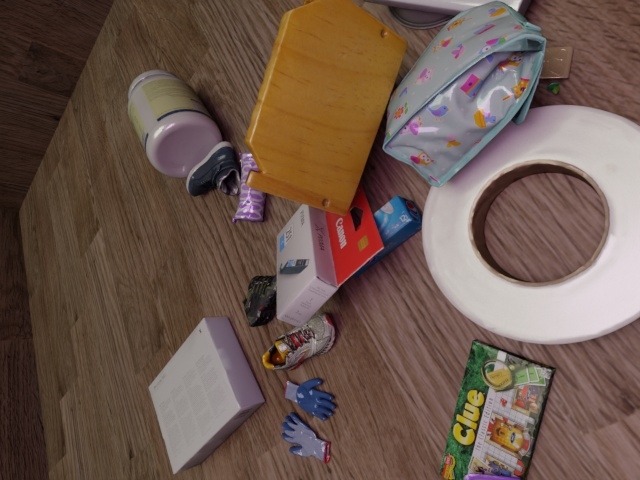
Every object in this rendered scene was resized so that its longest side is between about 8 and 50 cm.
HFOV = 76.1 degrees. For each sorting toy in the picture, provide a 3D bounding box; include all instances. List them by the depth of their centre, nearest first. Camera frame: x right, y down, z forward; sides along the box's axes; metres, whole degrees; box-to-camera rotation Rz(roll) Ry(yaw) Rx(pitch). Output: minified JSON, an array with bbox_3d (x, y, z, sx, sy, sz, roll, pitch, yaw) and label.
[{"bbox_3d":[0.400,-0.296,0.713,0.062,0.012,0.083,10,86,24],"label":"sorting toy"}]

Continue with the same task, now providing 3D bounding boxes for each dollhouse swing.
[{"bbox_3d":[-0.036,-0.267,0.848,0.305,0.315,0.346,30,103,53],"label":"dollhouse swing"}]

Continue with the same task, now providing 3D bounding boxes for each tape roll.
[{"bbox_3d":[0.362,-0.027,0.680,0.392,0.072,0.391,-7,79,39],"label":"tape roll"}]

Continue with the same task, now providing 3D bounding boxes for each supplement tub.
[{"bbox_3d":[-0.484,-0.386,1.338,0.235,0.235,0.324,-50,56,24],"label":"supplement tub"}]

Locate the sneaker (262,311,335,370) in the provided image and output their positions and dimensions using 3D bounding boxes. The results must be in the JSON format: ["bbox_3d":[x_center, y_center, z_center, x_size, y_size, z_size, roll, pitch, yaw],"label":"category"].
[{"bbox_3d":[-0.052,0.252,0.979,0.225,0.093,0.088,-45,58,26],"label":"sneaker"}]

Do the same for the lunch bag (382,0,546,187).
[{"bbox_3d":[0.240,-0.258,0.689,0.262,0.160,0.223,-46,20,37],"label":"lunch bag"}]

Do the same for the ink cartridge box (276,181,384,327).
[{"bbox_3d":[0.000,0.000,0.901,0.261,0.066,0.296,-48,27,25],"label":"ink cartridge box"}]

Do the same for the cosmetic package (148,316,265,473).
[{"bbox_3d":[-0.351,0.451,1.204,0.377,0.097,0.284,-48,59,25],"label":"cosmetic package"}]

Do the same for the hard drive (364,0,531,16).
[{"bbox_3d":[0.258,-0.560,0.778,0.353,0.047,0.233,31,107,33],"label":"hard drive"}]

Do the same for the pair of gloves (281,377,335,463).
[{"bbox_3d":[-0.032,0.425,0.986,0.159,0.023,0.198,6,89,39],"label":"pair of gloves"}]

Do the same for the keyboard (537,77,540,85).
[{"bbox_3d":[0.299,-0.323,0.811,0.256,0.014,0.072,9,90,40],"label":"keyboard"}]

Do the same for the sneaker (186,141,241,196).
[{"bbox_3d":[-0.335,-0.179,1.282,0.226,0.086,0.163,-43,56,27],"label":"sneaker"}]

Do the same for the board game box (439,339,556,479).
[{"bbox_3d":[0.302,0.320,0.712,0.136,0.030,0.259,15,94,43],"label":"board game box"}]

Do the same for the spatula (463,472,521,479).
[{"bbox_3d":[0.374,0.418,0.616,0.297,0.030,0.084,-5,89,33],"label":"spatula"}]

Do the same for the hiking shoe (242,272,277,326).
[{"bbox_3d":[-0.144,0.125,1.078,0.227,0.086,0.114,-52,59,24],"label":"hiking shoe"}]

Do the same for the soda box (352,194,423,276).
[{"bbox_3d":[0.118,-0.004,0.882,0.210,0.071,0.067,-41,60,29],"label":"soda box"}]

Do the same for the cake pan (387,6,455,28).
[{"bbox_3d":[0.252,-0.605,0.863,0.293,0.054,0.293,-7,80,39],"label":"cake pan"}]

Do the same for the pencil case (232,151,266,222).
[{"bbox_3d":[-0.197,-0.151,1.158,0.088,0.086,0.206,4,84,6],"label":"pencil case"}]
